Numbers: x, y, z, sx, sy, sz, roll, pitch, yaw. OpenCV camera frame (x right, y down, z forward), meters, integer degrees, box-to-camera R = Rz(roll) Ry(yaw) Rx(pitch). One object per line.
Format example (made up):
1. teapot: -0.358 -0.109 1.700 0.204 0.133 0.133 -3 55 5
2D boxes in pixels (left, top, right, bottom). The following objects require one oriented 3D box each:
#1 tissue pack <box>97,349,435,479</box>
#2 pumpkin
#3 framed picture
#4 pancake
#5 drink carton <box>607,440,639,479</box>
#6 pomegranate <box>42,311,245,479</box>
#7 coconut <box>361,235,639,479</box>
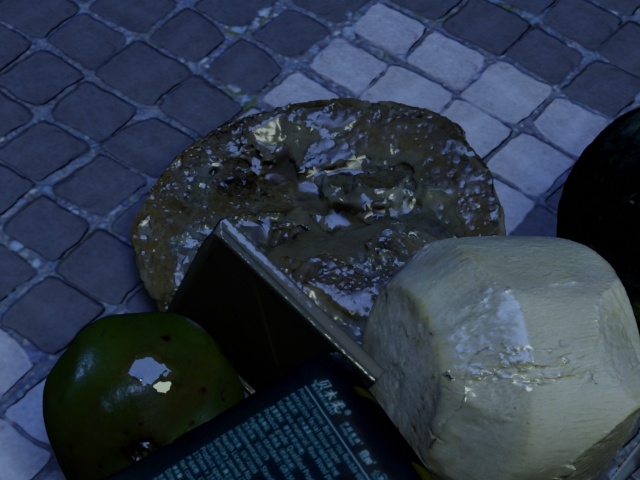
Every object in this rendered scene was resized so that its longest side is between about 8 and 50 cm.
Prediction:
1. tissue pack: 0.028 0.327 1.415 0.264 0.253 0.416 -33 57 -8
2. pumpkin: 0.384 0.004 1.740 0.315 0.315 0.238 33 64 24
3. framed picture: -0.050 0.091 1.623 0.189 0.260 0.023 44 66 4
4. pancake: 0.001 -0.001 1.863 0.387 0.082 0.387 -2 49 2
5. drink carton: 0.278 0.309 1.546 0.189 0.191 0.185 33 48 11
6. pomegranate: -0.162 0.142 1.670 0.187 0.187 0.225 -3 19 -8
7. coconut: 0.179 0.115 1.658 0.247 0.245 0.245 -3 46 -26
